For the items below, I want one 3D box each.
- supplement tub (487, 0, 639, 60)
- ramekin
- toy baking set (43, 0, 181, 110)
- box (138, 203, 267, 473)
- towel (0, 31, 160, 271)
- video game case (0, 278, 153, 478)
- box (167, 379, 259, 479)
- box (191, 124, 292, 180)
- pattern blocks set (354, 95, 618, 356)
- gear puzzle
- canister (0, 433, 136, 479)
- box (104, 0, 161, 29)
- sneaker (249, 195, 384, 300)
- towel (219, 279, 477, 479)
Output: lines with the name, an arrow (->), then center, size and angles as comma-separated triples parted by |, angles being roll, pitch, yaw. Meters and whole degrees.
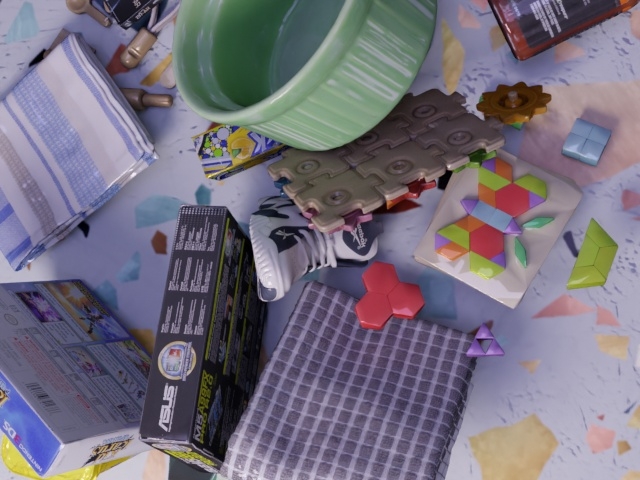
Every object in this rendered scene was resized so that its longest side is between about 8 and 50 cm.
supplement tub -> 0.297, -0.295, 1.202 | 0.198, 0.106, 0.106 | -25, 85, 12
ramekin -> -0.015, -0.249, 1.172 | 0.303, 0.148, 0.303 | -21, 58, 38
toy baking set -> -0.249, -0.267, 1.374 | 0.256, 0.030, 0.196 | 9, 92, 14
box -> -0.126, 0.122, 1.210 | 0.060, 0.216, 0.270 | 2, 70, 13
towel -> -0.366, -0.115, 1.383 | 0.285, 0.034, 0.209 | -37, 81, 20
video game case -> -0.312, 0.155, 1.254 | 0.269, 0.244, 0.061 | 42, 111, 24
box -> -0.081, 0.339, 1.322 | 0.232, 0.058, 0.322 | 4, 90, 14
box -> -0.073, -0.134, 1.319 | 0.169, 0.054, 0.059 | -22, 85, 13
pattern blocks set -> 0.202, -0.021, 1.207 | 0.285, 0.026, 0.324 | 14, 71, 11
gear puzzle -> 0.114, -0.107, 1.205 | 0.339, 0.175, 0.044 | -26, 128, -13
canister -> -0.306, 0.253, 1.319 | 0.126, 0.170, 0.073 | 10, 93, 13
box -> -0.253, -0.328, 1.359 | 0.067, 0.018, 0.083 | -36, 73, 12
sneaker -> 0.000, 0.000, 1.223 | 0.153, 0.235, 0.094 | -6, 102, 2
towel -> 0.042, 0.192, 1.189 | 0.235, 0.121, 0.283 | 13, 52, 14
